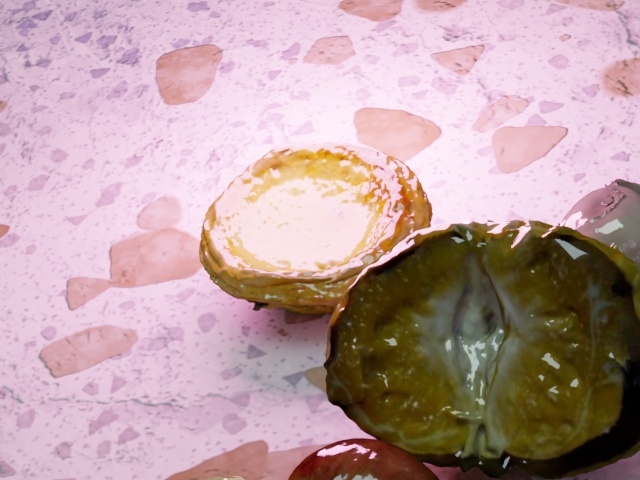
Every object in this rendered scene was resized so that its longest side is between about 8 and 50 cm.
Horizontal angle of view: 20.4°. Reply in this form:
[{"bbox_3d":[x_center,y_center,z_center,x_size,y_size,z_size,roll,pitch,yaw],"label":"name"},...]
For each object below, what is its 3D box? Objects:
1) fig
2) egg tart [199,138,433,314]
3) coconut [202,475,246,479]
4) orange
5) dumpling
[{"bbox_3d":[0.051,0.299,1.825,0.205,0.205,0.205,-9,41,8],"label":"fig"},{"bbox_3d":[0.000,0.000,2.206,0.294,0.123,0.294,-10,45,10],"label":"egg tart"},{"bbox_3d":[-0.106,0.295,1.944,0.081,0.083,0.082,34,102,43],"label":"coconut"},{"bbox_3d":[0.202,0.104,1.929,0.368,0.271,0.210,3,14,20],"label":"orange"},{"bbox_3d":[0.362,0.016,2.088,0.172,0.142,0.247,37,49,3],"label":"dumpling"}]
